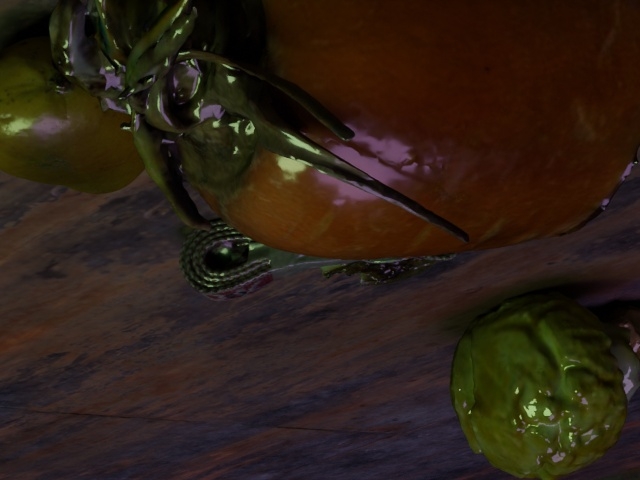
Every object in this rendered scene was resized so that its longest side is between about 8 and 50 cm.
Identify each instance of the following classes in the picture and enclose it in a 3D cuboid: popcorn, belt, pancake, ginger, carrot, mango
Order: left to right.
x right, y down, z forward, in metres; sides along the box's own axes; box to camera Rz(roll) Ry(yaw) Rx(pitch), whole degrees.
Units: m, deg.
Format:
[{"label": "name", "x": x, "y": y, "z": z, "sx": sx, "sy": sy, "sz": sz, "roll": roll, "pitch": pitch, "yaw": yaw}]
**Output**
[{"label": "mango", "x": -0.149, "y": -0.070, "z": 0.768, "sx": 0.103, "sy": 0.076, "sz": 0.161, "roll": -18, "pitch": 162, "yaw": 6}, {"label": "belt", "x": 0.000, "y": 0.000, "z": 1.047, "sx": 0.232, "sy": 0.071, "sz": 0.053, "roll": -9, "pitch": 167, "yaw": 4}, {"label": "carrot", "x": 0.026, "y": -0.083, "z": 0.637, "sx": 0.331, "sy": 0.214, "sz": 0.193, "roll": 2, "pitch": 155, "yaw": -23}, {"label": "pancake", "x": 0.061, "y": 0.015, "z": 1.177, "sx": 0.116, "sy": 0.023, "sz": 0.129, "roll": -27, "pitch": 159, "yaw": 37}, {"label": "popcorn", "x": 0.240, "y": 0.162, "z": 1.419, "sx": 0.183, "sy": 0.204, "sz": 0.221, "roll": 2, "pitch": 171, "yaw": -30}, {"label": "ginger", "x": 0.343, "y": 0.132, "z": 1.549, "sx": 0.205, "sy": 0.081, "sz": 0.115, "roll": -35, "pitch": -179, "yaw": 32}]
